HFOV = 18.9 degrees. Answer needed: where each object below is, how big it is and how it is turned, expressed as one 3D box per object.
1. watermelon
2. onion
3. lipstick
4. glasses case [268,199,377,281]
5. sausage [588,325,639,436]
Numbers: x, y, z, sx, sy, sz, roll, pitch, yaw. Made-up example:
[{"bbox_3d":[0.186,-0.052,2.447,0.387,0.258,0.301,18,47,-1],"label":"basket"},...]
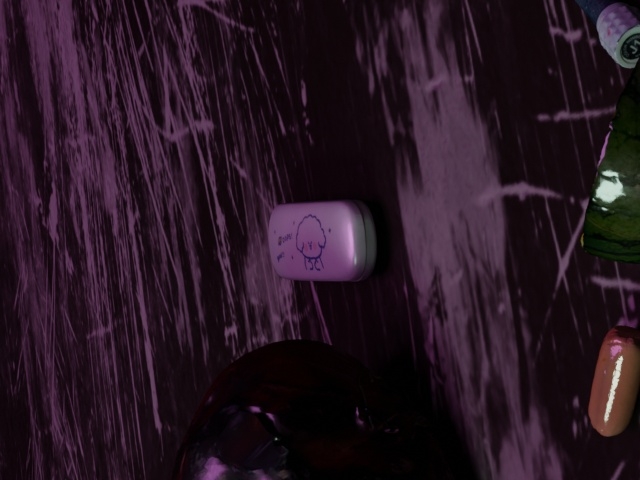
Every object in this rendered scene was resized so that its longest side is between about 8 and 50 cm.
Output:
[{"bbox_3d":[0.228,-0.045,1.296,0.092,0.075,0.181,-51,-22,-56],"label":"watermelon"},{"bbox_3d":[0.003,0.220,1.638,0.221,0.281,0.281,61,-175,-55],"label":"onion"},{"bbox_3d":[0.198,-0.165,1.342,0.116,0.037,0.037,-116,31,-49],"label":"lipstick"},{"bbox_3d":[0.000,0.000,1.788,0.197,0.049,0.076,-179,85,-66],"label":"glasses case"},{"bbox_3d":[0.210,0.100,1.358,0.034,0.034,0.083,-129,40,-52],"label":"sausage"}]
